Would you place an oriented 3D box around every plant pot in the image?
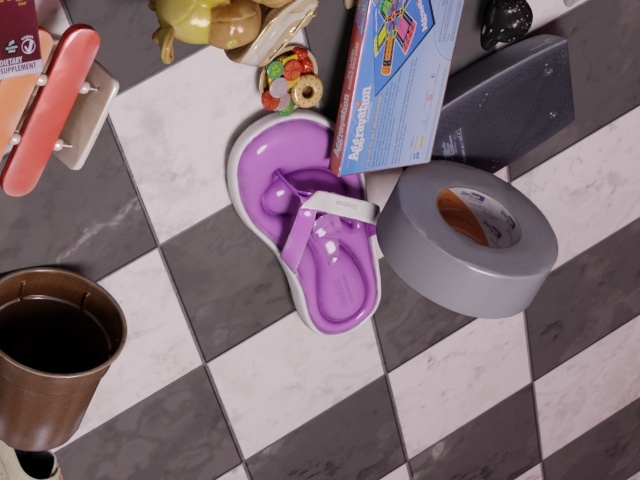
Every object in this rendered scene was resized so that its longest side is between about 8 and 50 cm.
[{"bbox_3d":[-0.321,0.146,1.788,0.167,0.167,0.165,-11,141,-32],"label":"plant pot"}]

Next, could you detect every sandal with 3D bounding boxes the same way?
[{"bbox_3d":[0.012,-0.009,1.949,0.169,0.102,0.416,-37,140,-8],"label":"sandal"}]

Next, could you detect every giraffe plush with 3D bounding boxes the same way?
[{"bbox_3d":[-0.105,-0.261,1.550,0.181,0.210,0.170,-33,155,-51],"label":"giraffe plush"}]

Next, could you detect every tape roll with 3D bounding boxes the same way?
[{"bbox_3d":[0.182,-0.004,1.920,0.219,0.219,0.072,-5,136,-37],"label":"tape roll"}]

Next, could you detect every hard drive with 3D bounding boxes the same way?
[{"bbox_3d":[0.211,-0.157,2.010,0.254,0.054,0.172,-31,141,-10],"label":"hard drive"}]

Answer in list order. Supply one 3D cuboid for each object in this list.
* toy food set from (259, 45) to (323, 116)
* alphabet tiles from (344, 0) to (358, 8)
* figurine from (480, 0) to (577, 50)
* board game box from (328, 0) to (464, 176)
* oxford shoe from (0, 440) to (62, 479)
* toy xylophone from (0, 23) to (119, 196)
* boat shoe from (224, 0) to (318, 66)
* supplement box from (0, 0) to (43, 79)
[{"bbox_3d":[-0.036,-0.184,1.792,0.082,0.020,0.083,-25,127,-24],"label":"toy food set"},{"bbox_3d":[0.170,-0.396,1.780,0.342,0.011,0.285,-25,139,-18],"label":"alphabet tiles"},{"bbox_3d":[0.283,-0.340,1.863,0.214,0.092,0.209,-27,148,-18],"label":"figurine"},{"bbox_3d":[0.094,-0.214,1.828,0.145,0.027,0.281,-11,124,-35],"label":"board game box"},{"bbox_3d":[-0.369,0.346,1.954,0.146,0.140,0.397,-41,145,-11],"label":"oxford shoe"},{"bbox_3d":[-0.367,-0.127,1.535,0.322,0.081,0.236,-3,129,-38],"label":"toy xylophone"},{"bbox_3d":[-0.035,-0.259,1.705,0.170,0.063,0.059,-44,146,20],"label":"boat shoe"},{"bbox_3d":[-0.330,-0.259,1.374,0.130,0.073,0.239,-17,114,-32],"label":"supplement box"}]
